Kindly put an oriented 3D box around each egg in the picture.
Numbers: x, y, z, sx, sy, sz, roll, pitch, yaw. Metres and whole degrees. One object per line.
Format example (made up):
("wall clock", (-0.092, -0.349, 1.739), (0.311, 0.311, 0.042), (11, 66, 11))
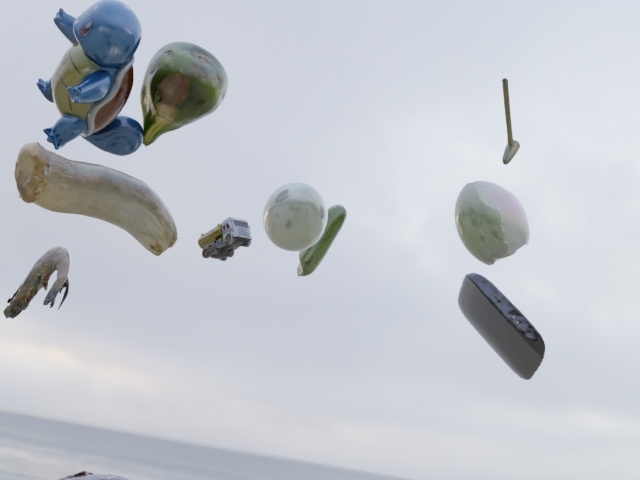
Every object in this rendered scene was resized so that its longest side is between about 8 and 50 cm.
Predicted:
("egg", (0.434, -0.055, 2.495), (0.183, 0.217, 0.183), (-29, -5, -3))
("egg", (-0.058, -0.058, 2.241), (0.151, 0.151, 0.209), (11, -26, -6))

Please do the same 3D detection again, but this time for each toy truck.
("toy truck", (-0.187, -0.004, 1.874), (0.052, 0.063, 0.123), (11, -29, -40))

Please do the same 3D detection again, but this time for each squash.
("squash", (0.000, 0.000, 2.712), (0.069, 0.239, 0.069), (29, -15, 8))

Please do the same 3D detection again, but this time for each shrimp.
("shrimp", (-0.627, 0.115, 2.170), (0.046, 0.219, 0.152), (34, 12, -44))

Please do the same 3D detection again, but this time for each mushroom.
("mushroom", (-0.397, -0.075, 1.758), (0.095, 0.123, 0.351), (1, -19, 45))

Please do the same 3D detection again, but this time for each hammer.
("hammer", (0.377, -0.243, 1.973), (0.028, 0.060, 0.195), (12, -41, 29))

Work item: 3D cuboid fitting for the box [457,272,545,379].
("box", (0.341, 0.163, 1.839), (0.212, 0.042, 0.201), (47, -15, 18))

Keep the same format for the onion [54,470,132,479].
("onion", (-0.431, 0.596, 1.911), (0.260, 0.282, 0.337), (-8, -27, -30))

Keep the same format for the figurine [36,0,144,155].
("figurine", (-0.519, -0.340, 2.167), (0.242, 0.298, 0.416), (-1, -43, -11))

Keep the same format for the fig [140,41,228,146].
("fig", (-0.356, -0.337, 2.320), (0.206, 0.206, 0.275), (19, -54, -35))
